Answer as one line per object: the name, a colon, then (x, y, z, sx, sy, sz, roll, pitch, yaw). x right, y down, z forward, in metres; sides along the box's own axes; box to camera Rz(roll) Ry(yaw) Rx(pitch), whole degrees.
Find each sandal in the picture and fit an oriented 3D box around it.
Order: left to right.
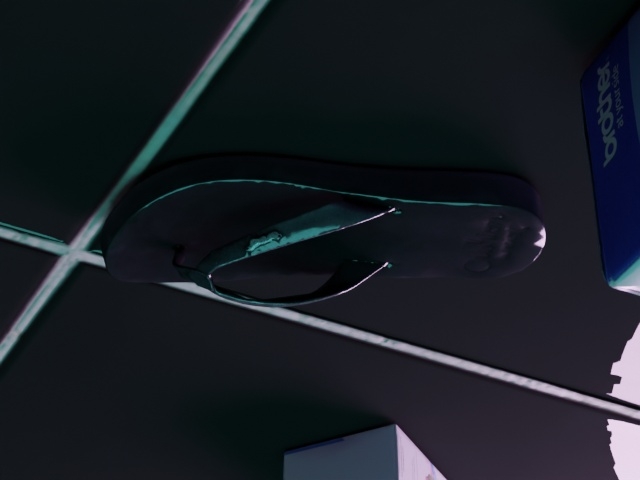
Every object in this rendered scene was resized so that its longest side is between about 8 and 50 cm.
sandal: (0.001, -0.001, 1.069, 0.254, 0.054, 0.097, -2, 144, 1)

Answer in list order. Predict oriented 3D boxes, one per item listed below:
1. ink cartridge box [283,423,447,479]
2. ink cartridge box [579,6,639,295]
ink cartridge box: (0.039, 0.186, 1.328, 0.088, 0.052, 0.122, -16, 140, 20)
ink cartridge box: (0.307, -0.071, 0.901, 0.270, 0.151, 0.395, 15, 139, -20)
